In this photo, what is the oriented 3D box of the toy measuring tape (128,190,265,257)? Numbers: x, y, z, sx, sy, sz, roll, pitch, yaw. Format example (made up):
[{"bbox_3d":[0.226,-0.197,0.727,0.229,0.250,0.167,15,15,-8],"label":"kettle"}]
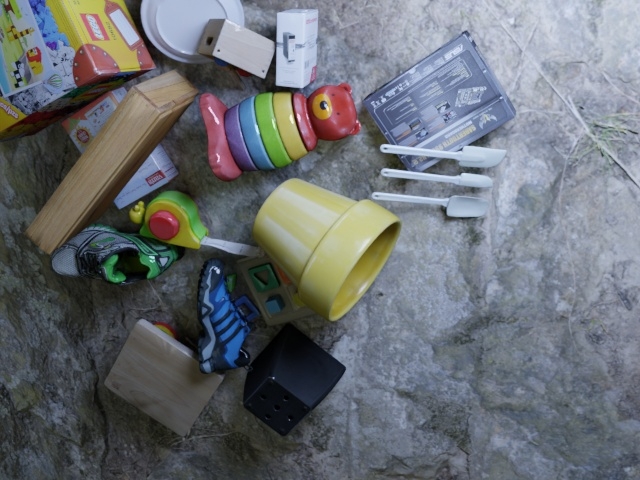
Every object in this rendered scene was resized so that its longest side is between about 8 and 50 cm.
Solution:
[{"bbox_3d":[-0.278,-0.043,1.443,0.331,0.121,0.121,11,117,7],"label":"toy measuring tape"}]

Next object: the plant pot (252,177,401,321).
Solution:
[{"bbox_3d":[0.000,0.000,1.319,0.239,0.254,0.253,34,120,18],"label":"plant pot"}]

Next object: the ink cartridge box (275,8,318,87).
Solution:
[{"bbox_3d":[-0.045,-0.371,1.224,0.056,0.099,0.135,9,116,13],"label":"ink cartridge box"}]

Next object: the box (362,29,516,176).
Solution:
[{"bbox_3d":[0.226,-0.258,1.222,0.231,0.056,0.183,-30,105,26],"label":"box"}]

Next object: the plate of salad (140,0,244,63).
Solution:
[{"bbox_3d":[-0.251,-0.442,1.259,0.200,0.048,0.199,-5,138,-4],"label":"plate of salad"}]

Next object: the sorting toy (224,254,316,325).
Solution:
[{"bbox_3d":[-0.086,0.109,1.492,0.348,0.047,0.195,-19,108,23],"label":"sorting toy"}]

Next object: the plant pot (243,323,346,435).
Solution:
[{"bbox_3d":[-0.081,0.352,1.537,0.187,0.167,0.188,39,120,-3],"label":"plant pot"}]

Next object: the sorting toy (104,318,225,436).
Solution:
[{"bbox_3d":[-0.398,0.345,1.671,0.257,0.089,0.255,34,119,-1],"label":"sorting toy"}]

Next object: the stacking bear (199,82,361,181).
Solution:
[{"bbox_3d":[-0.069,-0.229,1.269,0.289,0.164,0.175,-13,79,11],"label":"stacking bear"}]

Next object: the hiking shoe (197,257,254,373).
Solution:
[{"bbox_3d":[-0.226,0.176,1.516,0.132,0.113,0.303,-1,117,-10],"label":"hiking shoe"}]

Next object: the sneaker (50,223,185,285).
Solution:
[{"bbox_3d":[-0.510,0.038,1.528,0.344,0.146,0.134,-6,112,20],"label":"sneaker"}]

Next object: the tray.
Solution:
[{"bbox_3d":[-0.423,-0.159,1.301,0.076,0.202,0.411,43,115,-8],"label":"tray"}]

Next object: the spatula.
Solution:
[{"bbox_3d":[0.228,-0.119,1.261,0.242,0.019,0.168,4,135,-4],"label":"spatula"}]

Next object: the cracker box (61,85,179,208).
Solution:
[{"bbox_3d":[-0.449,-0.206,1.438,0.156,0.067,0.232,-24,105,22],"label":"cracker box"}]

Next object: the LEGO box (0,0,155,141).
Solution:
[{"bbox_3d":[-0.618,-0.488,1.250,0.373,0.193,0.499,-21,100,24],"label":"LEGO box"}]

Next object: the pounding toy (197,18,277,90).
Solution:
[{"bbox_3d":[-0.165,-0.357,1.242,0.130,0.141,0.100,18,98,-30],"label":"pounding toy"}]
